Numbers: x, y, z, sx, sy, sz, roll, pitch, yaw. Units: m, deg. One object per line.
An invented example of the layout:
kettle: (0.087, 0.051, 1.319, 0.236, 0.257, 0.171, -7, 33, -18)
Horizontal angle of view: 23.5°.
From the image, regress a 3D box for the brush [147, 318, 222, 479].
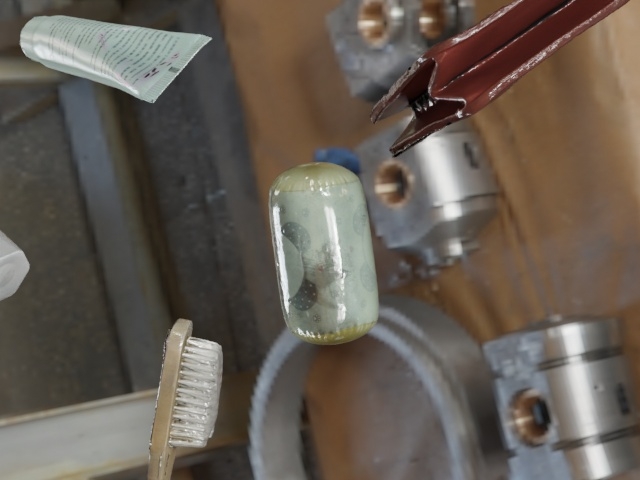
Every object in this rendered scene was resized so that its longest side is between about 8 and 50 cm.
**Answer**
brush: (-0.155, 0.243, 1.660, 0.065, 0.070, 0.327, 13, 106, 3)

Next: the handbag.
handbag: (0.185, -0.194, 1.549, 0.084, 0.260, 0.275, 53, 168, -2)

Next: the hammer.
hammer: (0.000, 0.000, 1.783, 0.305, 0.113, 0.202, -105, 10, -81)

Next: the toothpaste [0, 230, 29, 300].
toothpaste: (-0.264, -0.028, 0.984, 0.194, 0.067, 0.043, 35, 112, 24)

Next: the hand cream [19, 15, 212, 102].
hand cream: (-0.217, -0.190, 1.526, 0.058, 0.085, 0.331, 53, 162, -28)
